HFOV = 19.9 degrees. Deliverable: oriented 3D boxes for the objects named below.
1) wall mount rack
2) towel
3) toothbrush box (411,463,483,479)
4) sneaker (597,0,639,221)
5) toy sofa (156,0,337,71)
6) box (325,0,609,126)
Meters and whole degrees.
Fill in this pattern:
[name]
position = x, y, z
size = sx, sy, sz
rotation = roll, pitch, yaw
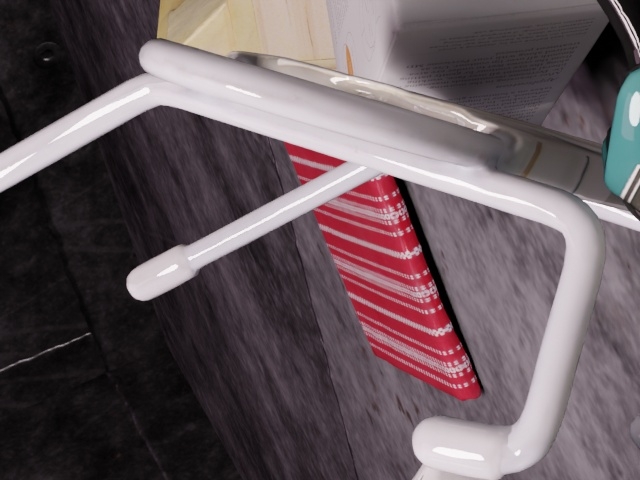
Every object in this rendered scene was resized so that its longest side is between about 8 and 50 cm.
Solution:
[wall mount rack]
position = 0.000, 0.000, 0.704
size = 0.304, 0.130, 0.350
rotation = 18, -175, 30
[towel]
position = 0.032, -0.023, 1.340
size = 0.275, 0.031, 0.199
rotation = 67, 167, -13
[toothbrush box]
position = 0.135, 0.214, 0.697
size = 0.295, 0.126, 0.216
rotation = 27, 163, 3
[sneaker]
position = 0.152, -0.011, 0.549
size = 0.302, 0.121, 0.108
rotation = 63, 169, 17
[toy sofa]
position = -0.021, -0.249, 0.898
size = 0.362, 0.177, 0.150
rotation = 79, -172, -50
[box]
position = 0.055, -0.124, 0.781
size = 0.170, 0.091, 0.130
rotation = 110, 152, -75
